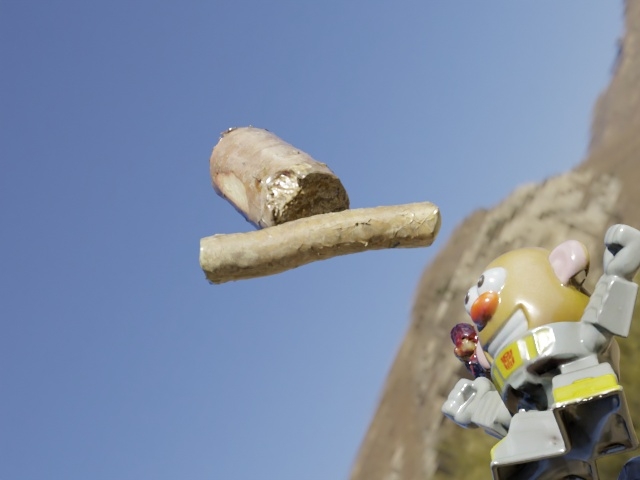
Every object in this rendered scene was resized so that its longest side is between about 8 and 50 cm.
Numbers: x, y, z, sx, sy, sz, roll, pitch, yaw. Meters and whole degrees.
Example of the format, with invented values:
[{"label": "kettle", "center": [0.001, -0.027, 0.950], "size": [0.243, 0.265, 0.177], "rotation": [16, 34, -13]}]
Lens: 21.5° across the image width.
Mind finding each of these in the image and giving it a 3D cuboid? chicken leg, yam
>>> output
[{"label": "chicken leg", "center": [0.277, 0.225, 2.237], "size": [0.083, 0.322, 0.177], "rotation": [-45, -22, 11]}, {"label": "yam", "center": [0.000, 0.000, 2.055], "size": [0.066, 0.299, 0.066], "rotation": [169, 90, -86]}, {"label": "yam", "center": [-0.054, -0.069, 2.253], "size": [0.129, 0.238, 0.128], "rotation": [-12, -67, -23]}]

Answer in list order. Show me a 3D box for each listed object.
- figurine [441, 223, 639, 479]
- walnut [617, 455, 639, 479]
[{"label": "figurine", "center": [0.254, 0.129, 1.912], "size": [0.342, 0.167, 0.285], "rotation": [-30, 42, 25]}, {"label": "walnut", "center": [0.446, 0.359, 1.992], "size": [0.248, 0.248, 0.248], "rotation": [-60, -13, -24]}]
